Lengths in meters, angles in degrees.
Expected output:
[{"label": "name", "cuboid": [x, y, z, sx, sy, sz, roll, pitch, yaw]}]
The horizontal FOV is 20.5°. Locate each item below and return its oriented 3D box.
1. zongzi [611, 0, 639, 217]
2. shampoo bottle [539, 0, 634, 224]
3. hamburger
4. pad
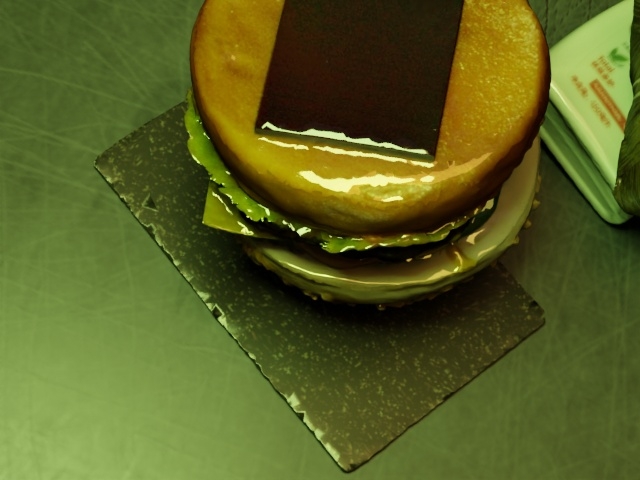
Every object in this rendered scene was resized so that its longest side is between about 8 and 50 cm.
[{"label": "zongzi", "cuboid": [0.356, -0.134, 1.414, 0.248, 0.111, 0.241, 1, 91, -25]}, {"label": "shampoo bottle", "cuboid": [0.307, -0.151, 1.501, 0.284, 0.071, 0.153, -36, 85, -21]}, {"label": "hamburger", "cuboid": [0.039, -0.087, 1.340, 0.291, 0.225, 0.291, 1, 62, -1]}, {"label": "pad", "cuboid": [0.000, 0.000, 1.421, 0.220, 0.004, 0.330, -34, 75, -21]}]
